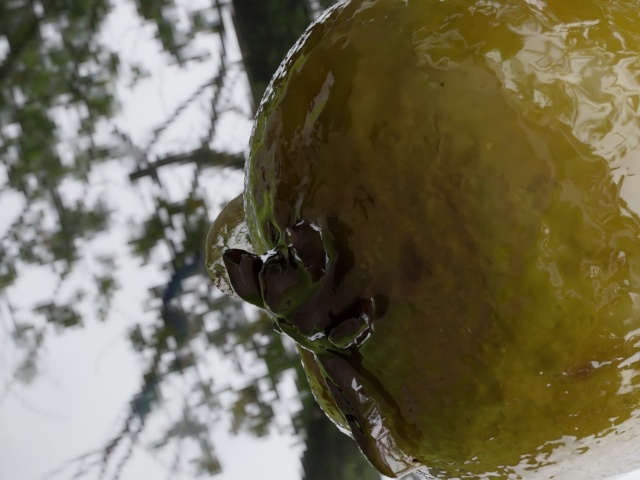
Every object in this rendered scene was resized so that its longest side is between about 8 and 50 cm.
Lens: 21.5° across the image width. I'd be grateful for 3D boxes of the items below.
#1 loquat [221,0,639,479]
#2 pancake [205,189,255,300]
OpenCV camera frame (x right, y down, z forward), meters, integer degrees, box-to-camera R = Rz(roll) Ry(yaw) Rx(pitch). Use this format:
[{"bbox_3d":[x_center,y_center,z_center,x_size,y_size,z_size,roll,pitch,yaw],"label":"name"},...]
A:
[{"bbox_3d":[0.075,-0.005,0.691,0.244,0.244,0.244,49,-31,45],"label":"loquat"},{"bbox_3d":[0.000,0.001,1.081,0.151,0.151,0.025,103,-17,-52],"label":"pancake"}]
